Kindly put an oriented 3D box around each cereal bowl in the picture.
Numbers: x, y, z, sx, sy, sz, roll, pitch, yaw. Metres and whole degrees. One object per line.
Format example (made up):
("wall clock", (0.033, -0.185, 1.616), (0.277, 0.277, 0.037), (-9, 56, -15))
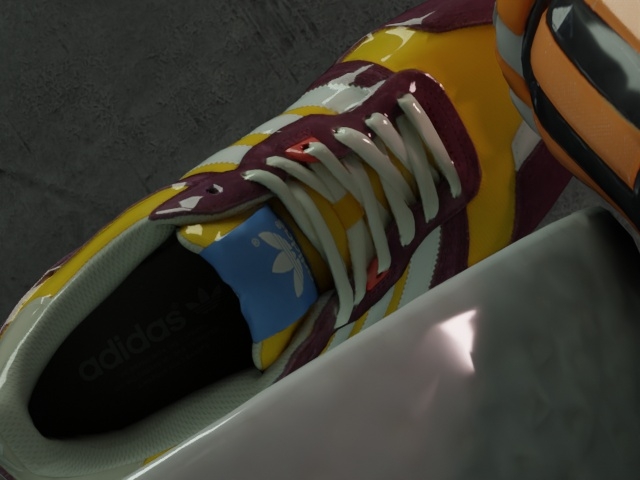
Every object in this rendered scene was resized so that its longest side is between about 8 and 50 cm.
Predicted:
("cereal bowl", (-0.036, 0.141, 0.453), (0.339, 0.141, 0.339), (-33, -5, -3))

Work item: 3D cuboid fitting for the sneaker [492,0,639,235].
("sneaker", (0.207, -0.004, 0.423), (0.321, 0.180, 0.124), (-2, -55, -18))

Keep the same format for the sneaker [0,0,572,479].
("sneaker", (0.000, 0.000, 0.456), (0.185, 0.069, 0.084), (-39, 3, -6))
